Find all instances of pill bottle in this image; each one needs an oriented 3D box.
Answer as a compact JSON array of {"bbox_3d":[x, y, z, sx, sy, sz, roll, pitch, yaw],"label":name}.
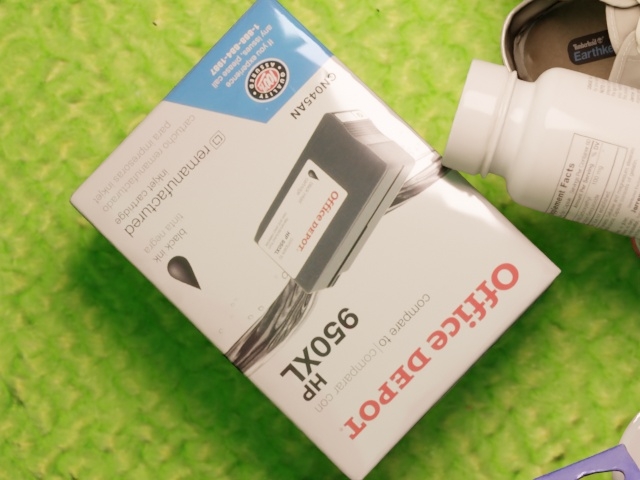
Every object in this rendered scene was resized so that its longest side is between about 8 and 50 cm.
[{"bbox_3d":[0.233,-0.084,1.246,0.229,0.131,0.131,17,89,4],"label":"pill bottle"}]

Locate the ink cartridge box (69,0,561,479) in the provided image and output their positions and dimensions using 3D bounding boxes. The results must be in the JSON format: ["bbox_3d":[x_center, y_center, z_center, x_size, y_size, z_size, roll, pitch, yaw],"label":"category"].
[{"bbox_3d":[0.000,0.000,1.367,0.395,0.166,0.285,44,92,6],"label":"ink cartridge box"}]

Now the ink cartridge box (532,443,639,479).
[{"bbox_3d":[0.320,0.382,1.249,0.270,0.151,0.395,-23,77,1],"label":"ink cartridge box"}]

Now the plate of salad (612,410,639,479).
[{"bbox_3d":[0.391,0.242,1.371,0.200,0.048,0.199,-1,79,6],"label":"plate of salad"}]

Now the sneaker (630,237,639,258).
[{"bbox_3d":[0.462,-0.045,1.335,0.314,0.136,0.115,-24,86,4],"label":"sneaker"}]

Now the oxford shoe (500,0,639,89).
[{"bbox_3d":[0.349,-0.215,1.250,0.449,0.130,0.169,-17,85,40],"label":"oxford shoe"}]
